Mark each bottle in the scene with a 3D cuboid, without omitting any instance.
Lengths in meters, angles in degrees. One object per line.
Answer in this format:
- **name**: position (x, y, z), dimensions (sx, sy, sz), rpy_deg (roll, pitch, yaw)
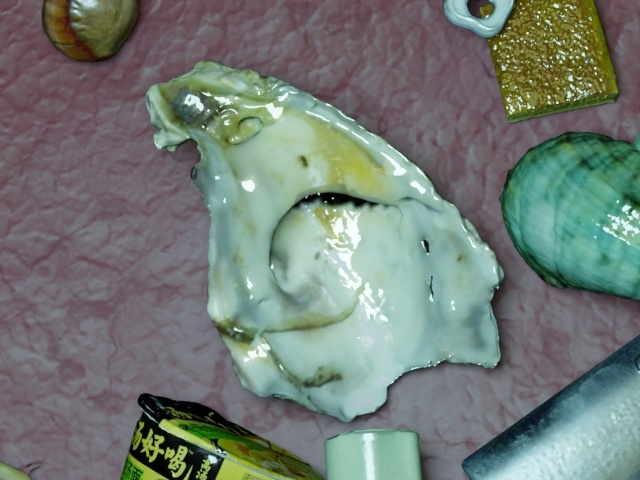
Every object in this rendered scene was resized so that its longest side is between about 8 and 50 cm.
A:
- **bottle**: position (0.045, 0.241, 1.395), dimensions (0.072, 0.072, 0.201), rpy_deg (-5, 75, 4)

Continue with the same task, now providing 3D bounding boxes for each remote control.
- **remote control**: position (0.288, 0.102, 1.452), dimensions (0.377, 0.044, 0.107), rpy_deg (-35, 83, -2)

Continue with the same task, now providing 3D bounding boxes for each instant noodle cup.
- **instant noodle cup**: position (-0.087, 0.197, 1.421), dimensions (0.151, 0.151, 0.122), rpy_deg (24, 94, 8)

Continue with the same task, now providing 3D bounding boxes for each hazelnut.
- **hazelnut**: position (-0.186, -0.187, 1.525), dimensions (0.086, 0.086, 0.086), rpy_deg (-1, 80, 4)

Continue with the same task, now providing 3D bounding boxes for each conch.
- **conch**: position (0.238, -0.027, 1.441), dimensions (0.188, 0.122, 0.176), rpy_deg (-19, 52, -4)

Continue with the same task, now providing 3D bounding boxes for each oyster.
- **oyster**: position (-0.001, 0.001, 1.465), dimensions (0.275, 0.100, 0.271), rpy_deg (3, 82, -8)

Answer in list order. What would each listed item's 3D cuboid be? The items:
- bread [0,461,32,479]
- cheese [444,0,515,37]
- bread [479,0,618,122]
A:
- **bread**: position (-0.251, 0.286, 1.439), dimensions (0.134, 0.081, 0.225), rpy_deg (25, 84, 12)
- **cheese**: position (0.159, -0.287, 1.509), dimensions (0.249, 0.071, 0.163), rpy_deg (-42, 76, -6)
- **bread**: position (0.179, -0.146, 1.508), dimensions (0.090, 0.035, 0.094), rpy_deg (-13, 79, 2)
